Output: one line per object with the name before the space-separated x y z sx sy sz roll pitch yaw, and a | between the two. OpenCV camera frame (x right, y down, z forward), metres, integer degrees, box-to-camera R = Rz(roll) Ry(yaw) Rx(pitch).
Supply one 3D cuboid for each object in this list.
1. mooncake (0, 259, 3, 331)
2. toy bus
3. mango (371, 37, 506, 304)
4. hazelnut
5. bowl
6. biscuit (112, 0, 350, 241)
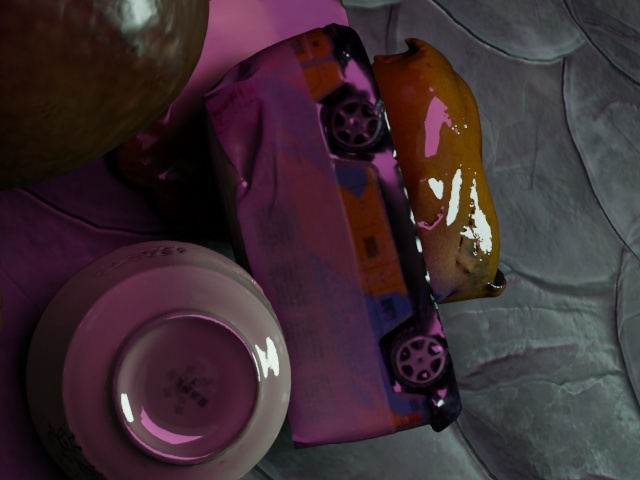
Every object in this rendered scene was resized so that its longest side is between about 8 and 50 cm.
mooncake | -0.394 0.062 1.132 0.246 0.394 0.393 20 87 -41
toy bus | 0.000 0.000 1.622 0.162 0.171 0.386 -16 100 -5
mango | 0.103 -0.067 1.831 0.153 0.201 0.287 -10 75 1
hazelnut | -0.296 -0.226 1.422 0.421 0.352 0.421 15 27 -8
bowl | -0.126 0.119 1.481 0.238 0.126 0.237 0 91 -16
biscuit | -0.058 -0.143 1.731 0.335 0.078 0.329 49 67 -16
